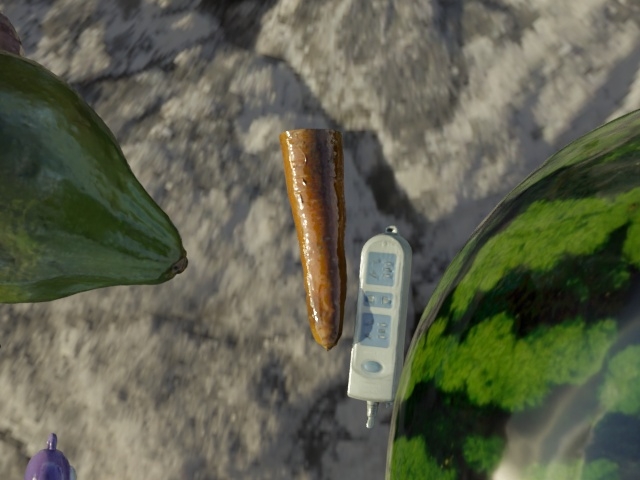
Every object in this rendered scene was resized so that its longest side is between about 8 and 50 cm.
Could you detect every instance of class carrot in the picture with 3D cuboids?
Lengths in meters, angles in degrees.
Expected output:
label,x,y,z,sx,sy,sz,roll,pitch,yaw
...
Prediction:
label,x,y,z,sx,sy,sz,roll,pitch,yaw
carrot,0.000,0.000,1.590,0.061,0.061,0.209,-6,81,3

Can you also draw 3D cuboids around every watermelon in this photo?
label,x,y,z,sx,sy,sz,roll,pitch,yaw
watermelon,0.158,0.089,0.538,0.285,0.285,0.285,0,105,1

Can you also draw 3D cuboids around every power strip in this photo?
label,x,y,z,sx,sy,sz,roll,pitch,yaw
power strip,0.055,0.081,1.580,0.047,0.030,0.191,6,92,16

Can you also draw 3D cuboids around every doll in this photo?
label,x,y,z,sx,sy,sz,roll,pitch,yaw
doll,-0.288,0.302,1.750,0.067,0.110,0.206,9,84,-21

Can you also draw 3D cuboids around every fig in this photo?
label,x,y,z,sx,sy,sz,roll,pitch,yaw
fig,-0.135,-0.025,0.814,0.156,0.123,0.123,13,105,1

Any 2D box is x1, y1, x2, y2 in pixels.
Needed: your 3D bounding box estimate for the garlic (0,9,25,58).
label,x,y,z,sx,sy,sz,roll,pitch,yaw
garlic,-0.271,-0.072,1.071,0.245,0.160,0.245,0,90,36
